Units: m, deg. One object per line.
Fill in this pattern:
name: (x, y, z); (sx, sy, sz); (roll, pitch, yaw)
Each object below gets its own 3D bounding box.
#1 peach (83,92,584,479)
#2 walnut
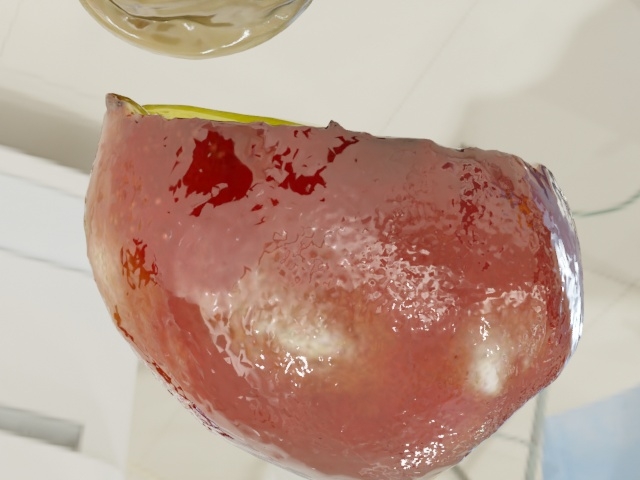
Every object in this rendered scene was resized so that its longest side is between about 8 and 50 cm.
peach: (0.000, 0.000, 0.846); (0.338, 0.281, 0.281); (46, 133, 11)
walnut: (-0.111, -0.306, 1.155); (0.285, 0.296, 0.285); (-3, 106, -10)
